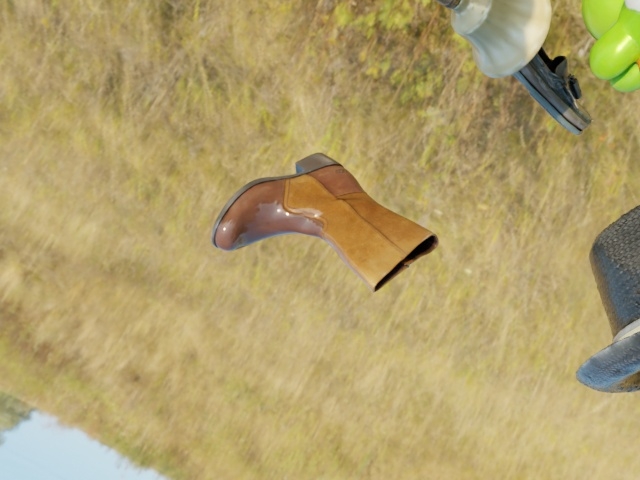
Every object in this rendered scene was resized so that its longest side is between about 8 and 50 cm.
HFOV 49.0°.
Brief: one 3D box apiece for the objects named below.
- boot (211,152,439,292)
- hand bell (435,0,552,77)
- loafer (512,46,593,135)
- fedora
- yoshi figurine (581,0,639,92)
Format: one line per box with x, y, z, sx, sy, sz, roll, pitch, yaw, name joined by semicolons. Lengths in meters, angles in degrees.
0.000;0.000;1.107;0.280;0.264;0.096;42;147;34;boot
0.152;-0.298;0.848;0.242;0.126;0.126;15;175;-33;hand bell
0.346;-0.272;1.094;0.267;0.084;0.096;37;-153;-17;loafer
0.383;0.025;0.661;0.334;0.152;0.334;-13;154;-6;fedora
0.432;-0.348;0.803;0.203;0.362;0.203;42;-154;8;yoshi figurine
